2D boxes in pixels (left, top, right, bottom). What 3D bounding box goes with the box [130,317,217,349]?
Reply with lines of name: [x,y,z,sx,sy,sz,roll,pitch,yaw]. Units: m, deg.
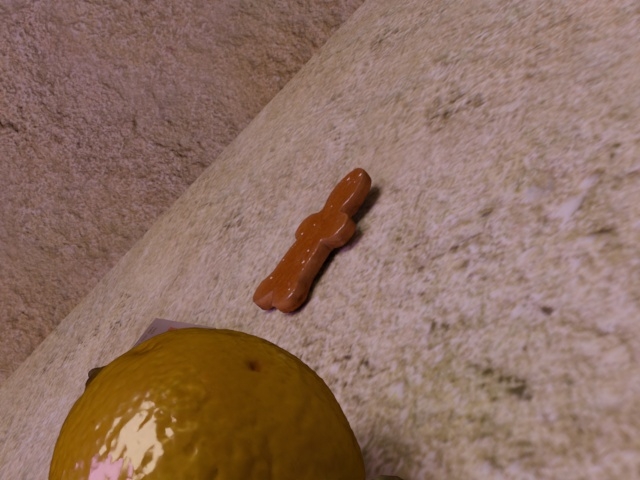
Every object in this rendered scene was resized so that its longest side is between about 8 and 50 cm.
box: [-0.269,0.224,1.124,0.205,0.051,0.365,-54,19,-19]

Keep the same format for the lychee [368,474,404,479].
lychee: [0.020,0.234,0.139,0.320,0.270,0.270,-35,9,-34]

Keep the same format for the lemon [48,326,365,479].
lemon: [-0.080,0.183,0.510,0.228,0.228,0.253,-49,32,-4]

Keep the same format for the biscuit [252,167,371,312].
biscuit: [0.001,0.000,1.012,0.250,0.036,0.165,-56,21,-14]
